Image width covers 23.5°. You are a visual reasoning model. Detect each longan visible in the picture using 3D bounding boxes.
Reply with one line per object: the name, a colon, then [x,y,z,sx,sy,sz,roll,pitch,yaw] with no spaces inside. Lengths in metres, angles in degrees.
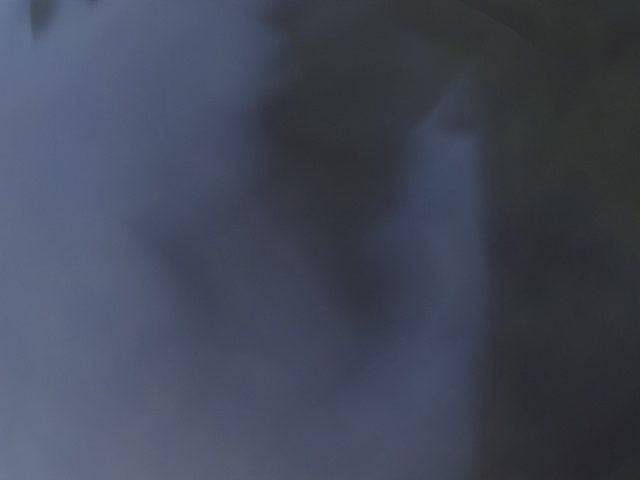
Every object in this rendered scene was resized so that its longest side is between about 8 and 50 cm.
longan: [0.000,0.000,0.563,0.361,0.361,0.361,-177,90,-73]
